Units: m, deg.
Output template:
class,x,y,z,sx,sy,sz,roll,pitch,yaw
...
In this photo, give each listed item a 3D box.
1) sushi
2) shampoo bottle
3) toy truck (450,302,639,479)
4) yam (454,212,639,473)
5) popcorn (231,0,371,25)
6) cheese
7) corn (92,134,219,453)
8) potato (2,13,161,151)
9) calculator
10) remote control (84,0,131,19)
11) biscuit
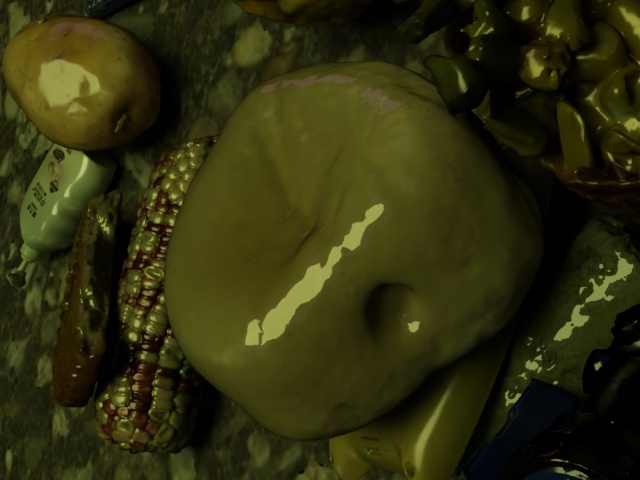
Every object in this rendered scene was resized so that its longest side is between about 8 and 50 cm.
class,x,y,z,sx,sy,sz,roll,pitch,yaw
sushi,0.155,-0.110,0.641,0.167,0.179,0.296,-32,58,20
shampoo bottle,-0.247,-0.024,1.094,0.077,0.045,0.152,48,112,40
toy truck,0.174,0.151,0.572,0.213,0.161,0.176,23,122,24
yam,0.139,0.072,0.682,0.179,0.078,0.078,-57,48,18
popcorn,0.003,-0.268,0.827,0.250,0.190,0.250,-5,82,42
cheese,0.016,-0.005,0.673,0.218,0.117,0.235,-14,53,37
corn,-0.118,0.040,0.927,0.086,0.086,0.253,4,81,44
potato,-0.212,-0.144,1.044,0.118,0.109,0.178,-49,45,-4
calculator,0.072,0.039,0.730,0.157,0.033,0.236,-16,49,65
remote control,-0.167,-0.243,1.092,0.153,0.027,0.043,-13,76,43
biscuit,-0.188,0.045,0.958,0.228,0.031,0.176,-160,82,-76
